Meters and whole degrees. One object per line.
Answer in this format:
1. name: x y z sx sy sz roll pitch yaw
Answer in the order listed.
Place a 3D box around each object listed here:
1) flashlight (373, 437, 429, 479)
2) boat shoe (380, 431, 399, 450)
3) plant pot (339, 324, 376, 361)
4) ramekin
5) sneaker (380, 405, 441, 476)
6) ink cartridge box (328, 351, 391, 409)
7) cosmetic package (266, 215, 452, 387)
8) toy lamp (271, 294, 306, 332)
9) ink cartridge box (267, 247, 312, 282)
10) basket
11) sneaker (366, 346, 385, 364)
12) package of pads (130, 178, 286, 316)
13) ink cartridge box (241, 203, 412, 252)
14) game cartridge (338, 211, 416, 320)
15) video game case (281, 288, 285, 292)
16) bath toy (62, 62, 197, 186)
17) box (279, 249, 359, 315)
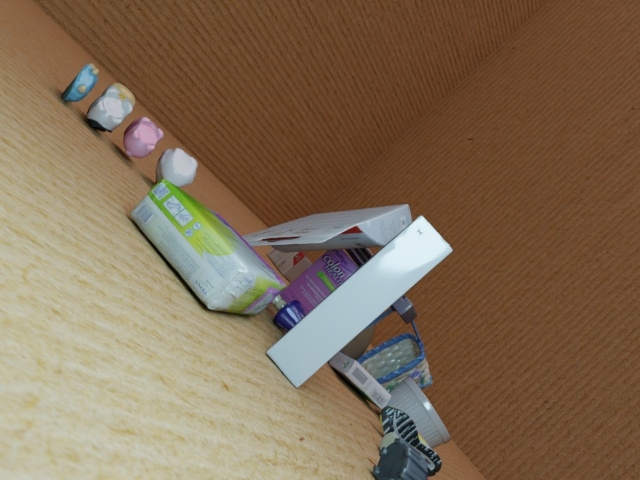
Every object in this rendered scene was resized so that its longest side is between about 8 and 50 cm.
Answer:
1. flashlight: 0.218 0.473 1.045 0.304 0.103 0.103 48 1 -24
2. boat shoe: 0.163 0.455 1.181 0.043 0.049 0.137 51 1 -18
3. plant pot: 0.095 0.282 2.057 0.284 0.191 0.284 47 0 0
4. ramekin: 0.264 0.502 1.599 0.207 0.109 0.207 58 -4 7
5. sneaker: 0.211 0.496 1.414 0.208 0.081 0.094 54 -8 -8
6. ink cartridge box: 0.079 0.379 1.618 0.181 0.056 0.225 47 -18 -26
7. cosmetic package: 0.076 0.117 1.146 0.097 0.377 0.284 49 0 7
8. toy lamp: -0.129 0.118 1.359 0.274 0.080 0.080 47 0 20
9. ink cartridge box: -0.134 0.079 2.439 0.072 0.127 0.175 49 -1 -42
10. basket: 0.228 0.380 1.855 0.289 0.255 0.201 59 -1 -13
11. sneaker: 0.270 0.487 2.082 0.319 0.131 0.112 61 11 -49
12. package of pads: -0.191 0.031 1.038 0.229 0.101 0.296 46 0 15
13. ink cartridge box: 0.000 0.000 1.354 0.385 0.308 0.091 -23 106 -51
14. game cartridge: 0.157 0.091 1.698 0.355 0.068 0.230 53 -3 20
15. video game case: -0.162 0.125 1.774 0.173 0.022 0.190 48 1 8
16. bath toy: -0.449 -0.257 1.357 0.348 0.129 0.151 45 45 -23
17. box: 0.005 0.143 1.635 0.117 0.243 0.213 47 -1 12
